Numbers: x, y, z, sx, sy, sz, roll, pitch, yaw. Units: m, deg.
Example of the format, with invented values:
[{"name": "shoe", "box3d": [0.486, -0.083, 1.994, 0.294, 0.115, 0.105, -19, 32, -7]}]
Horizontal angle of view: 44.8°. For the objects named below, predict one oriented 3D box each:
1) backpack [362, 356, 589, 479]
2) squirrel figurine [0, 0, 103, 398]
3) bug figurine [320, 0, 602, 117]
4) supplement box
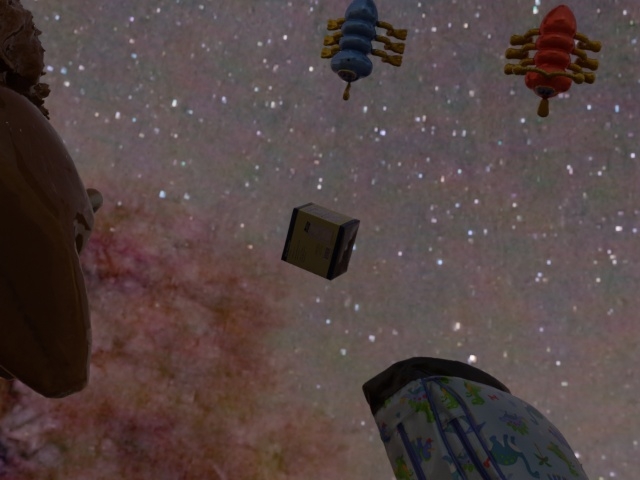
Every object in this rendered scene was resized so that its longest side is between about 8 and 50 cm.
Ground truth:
[{"name": "backpack", "box3d": [0.242, 0.348, 1.089, 0.290, 0.356, 0.273, 29, -51, -32]}, {"name": "squirrel figurine", "box3d": [-0.323, -0.067, 0.735, 0.280, 0.397, 0.370, -2, 2, -3]}, {"name": "bug figurine", "box3d": [0.135, -0.235, 0.754, 0.278, 0.217, 0.072, 7, -5, 14]}, {"name": "supplement box", "box3d": [0.000, 0.000, 1.106, 0.083, 0.083, 0.056, 22, 19, 21]}]
